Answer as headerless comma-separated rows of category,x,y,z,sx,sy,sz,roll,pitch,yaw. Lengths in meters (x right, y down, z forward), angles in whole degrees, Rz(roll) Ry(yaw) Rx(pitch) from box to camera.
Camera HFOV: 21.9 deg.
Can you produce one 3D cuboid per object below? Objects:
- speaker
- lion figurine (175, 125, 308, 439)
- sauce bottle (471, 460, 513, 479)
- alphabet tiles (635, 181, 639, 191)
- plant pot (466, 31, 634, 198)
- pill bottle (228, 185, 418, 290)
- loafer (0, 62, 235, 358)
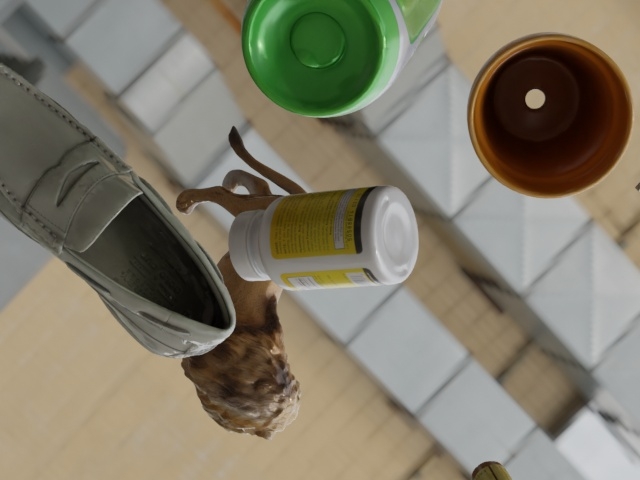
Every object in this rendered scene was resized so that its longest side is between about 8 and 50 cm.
speaker,0.023,-0.187,1.324,0.131,0.131,0.296,-35,-172,21
lion figurine,-0.091,0.049,2.144,0.240,0.142,0.392,13,-100,29
sauce bottle,0.190,0.274,1.686,0.042,0.042,0.128,-40,-152,8
alphabet tiles,0.443,-0.114,1.797,0.198,0.237,0.009,-50,-123,18
plant pot,0.287,-0.171,2.130,0.205,0.205,0.188,-40,-172,9
pill bottle,0.000,0.000,1.086,0.116,0.065,0.065,-5,-140,31
loafer,-0.187,-0.031,1.346,0.112,0.319,0.111,-53,-161,-24
